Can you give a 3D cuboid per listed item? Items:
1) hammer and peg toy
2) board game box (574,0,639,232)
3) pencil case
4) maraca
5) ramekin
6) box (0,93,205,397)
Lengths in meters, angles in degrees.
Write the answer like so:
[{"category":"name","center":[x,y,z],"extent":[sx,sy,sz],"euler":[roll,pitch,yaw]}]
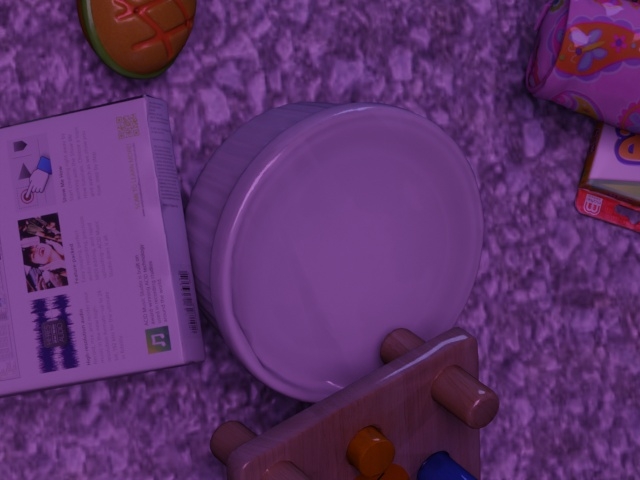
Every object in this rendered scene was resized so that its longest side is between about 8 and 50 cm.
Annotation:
[{"category":"hammer and peg toy","center":[0.044,0.265,1.651],"extent":[0.266,0.127,0.361],"euler":[-28,131,-27]},{"category":"board game box","center":[0.339,-0.133,1.835],"extent":[0.124,0.039,0.259],"euler":[18,83,-6]},{"category":"pencil case","center":[0.338,-0.152,1.764],"extent":[0.284,0.124,0.124],"euler":[15,81,-7]},{"category":"maraca","center":[-0.167,-0.240,1.727],"extent":[0.127,0.099,0.185],"euler":[9,83,-49]},{"category":"ramekin","center":[0.000,0.000,1.667],"extent":[0.273,0.127,0.273],"euler":[-11,111,-31]},{"category":"box","center":[-0.270,0.019,1.635],"extent":[0.322,0.058,0.232],"euler":[-10,84,16]}]
